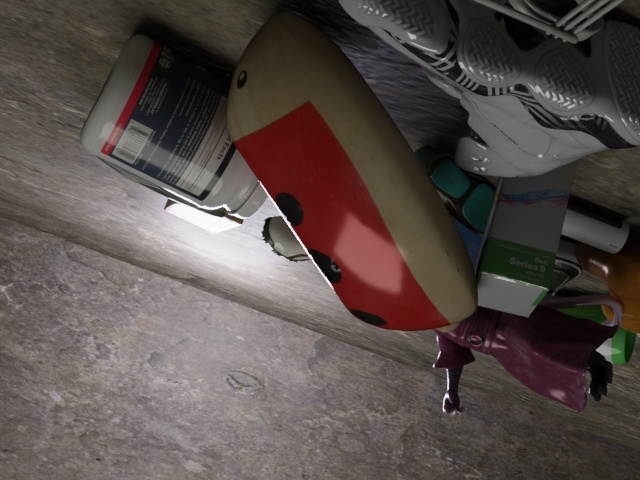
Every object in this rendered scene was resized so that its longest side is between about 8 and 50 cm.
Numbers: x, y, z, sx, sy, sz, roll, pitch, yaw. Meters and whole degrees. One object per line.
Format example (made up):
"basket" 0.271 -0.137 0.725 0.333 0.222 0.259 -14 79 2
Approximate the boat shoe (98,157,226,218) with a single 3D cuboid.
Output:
"boat shoe" -0.331 -0.152 1.456 0.320 0.103 0.118 26 177 -3

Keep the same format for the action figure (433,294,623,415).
"action figure" 0.270 0.120 1.093 0.370 0.275 0.248 23 145 20

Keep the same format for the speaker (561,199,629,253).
"speaker" 0.388 -0.028 1.057 0.136 0.055 0.055 21 164 -2

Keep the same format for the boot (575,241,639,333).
"boot" 0.551 0.108 1.124 0.295 0.104 0.211 39 180 -32

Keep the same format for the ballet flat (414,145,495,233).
"ballet flat" 0.215 -0.082 1.095 0.213 0.072 0.068 35 -175 -41

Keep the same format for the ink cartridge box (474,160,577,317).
"ink cartridge box" 0.269 -0.022 0.936 0.093 0.212 0.154 13 162 11

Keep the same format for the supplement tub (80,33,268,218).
"supplement tub" -0.199 -0.164 1.056 0.272 0.191 0.191 27 163 -22

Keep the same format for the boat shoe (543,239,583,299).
"boat shoe" 0.389 0.085 1.309 0.121 0.119 0.335 20 164 0

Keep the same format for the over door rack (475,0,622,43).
"over door rack" 0.131 -0.248 0.444 0.324 0.108 0.239 4 163 -23

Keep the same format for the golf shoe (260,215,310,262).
"golf shoe" 0.000 0.000 1.576 0.273 0.105 0.120 22 149 -27

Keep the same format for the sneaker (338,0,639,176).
"sneaker" 0.160 -0.167 0.716 0.366 0.137 0.210 20 162 -13

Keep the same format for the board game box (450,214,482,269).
"board game box" 0.182 0.004 1.266 0.242 0.064 0.316 31 174 -33

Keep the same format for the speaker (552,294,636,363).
"speaker" 0.493 0.173 1.468 0.296 0.131 0.131 9 161 35

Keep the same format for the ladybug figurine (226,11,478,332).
"ladybug figurine" 0.032 -0.056 0.866 0.449 0.162 0.305 56 180 -9

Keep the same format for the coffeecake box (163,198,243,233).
"coffeecake box" -0.265 -0.083 1.626 0.142 0.068 0.185 27 163 -23
